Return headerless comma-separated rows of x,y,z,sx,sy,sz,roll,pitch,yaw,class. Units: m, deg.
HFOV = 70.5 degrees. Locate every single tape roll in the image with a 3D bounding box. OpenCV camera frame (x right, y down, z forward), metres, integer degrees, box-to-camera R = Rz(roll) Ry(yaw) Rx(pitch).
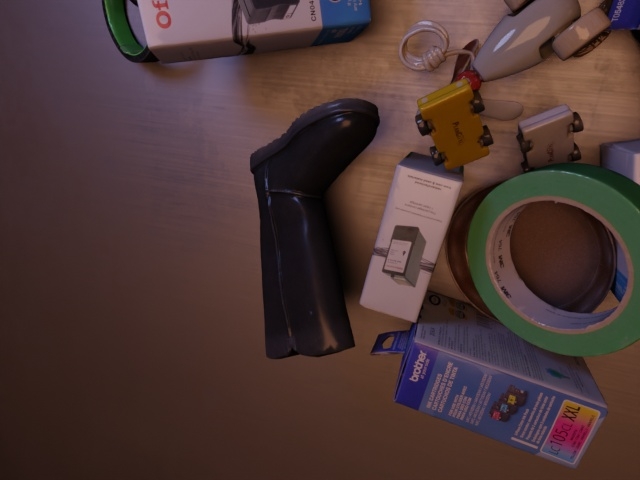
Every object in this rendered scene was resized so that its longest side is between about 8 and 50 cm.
0.409,0.033,0.770,0.321,0.077,0.321,26,124,45,tape roll

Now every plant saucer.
0.404,0.026,0.899,0.311,0.050,0.310,14,114,34,plant saucer

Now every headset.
-0.402,-0.570,0.933,0.243,0.185,0.394,42,131,25,headset

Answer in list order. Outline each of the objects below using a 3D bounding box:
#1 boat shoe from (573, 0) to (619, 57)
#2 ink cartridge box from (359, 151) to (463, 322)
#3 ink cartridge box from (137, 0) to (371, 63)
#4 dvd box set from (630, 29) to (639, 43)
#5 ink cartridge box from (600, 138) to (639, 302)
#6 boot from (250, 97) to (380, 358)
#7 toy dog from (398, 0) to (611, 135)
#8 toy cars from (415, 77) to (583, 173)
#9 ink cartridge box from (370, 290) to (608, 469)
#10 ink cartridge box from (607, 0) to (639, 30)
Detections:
0.488,-0.377,0.788,0.050,0.045,0.135,45,112,13,boat shoe
0.185,-0.015,0.914,0.122,0.211,0.289,18,112,12,ink cartridge box
-0.132,-0.497,0.810,0.395,0.166,0.285,-11,104,-8,ink cartridge box
0.718,-0.332,0.612,0.420,0.062,0.307,-24,52,23,dvd box set
0.608,-0.037,0.767,0.198,0.197,0.270,-4,105,20,ink cartridge box
-0.001,0.000,0.891,0.367,0.146,0.445,-20,71,52,boot
0.328,-0.330,0.819,0.334,0.161,0.220,-14,96,36,toy dog
0.313,-0.196,0.789,0.394,0.087,0.176,4,149,-23,toy cars
0.308,0.245,0.916,0.395,0.270,0.151,19,108,12,ink cartridge box
0.568,-0.424,0.661,0.224,0.045,0.223,20,93,41,ink cartridge box
